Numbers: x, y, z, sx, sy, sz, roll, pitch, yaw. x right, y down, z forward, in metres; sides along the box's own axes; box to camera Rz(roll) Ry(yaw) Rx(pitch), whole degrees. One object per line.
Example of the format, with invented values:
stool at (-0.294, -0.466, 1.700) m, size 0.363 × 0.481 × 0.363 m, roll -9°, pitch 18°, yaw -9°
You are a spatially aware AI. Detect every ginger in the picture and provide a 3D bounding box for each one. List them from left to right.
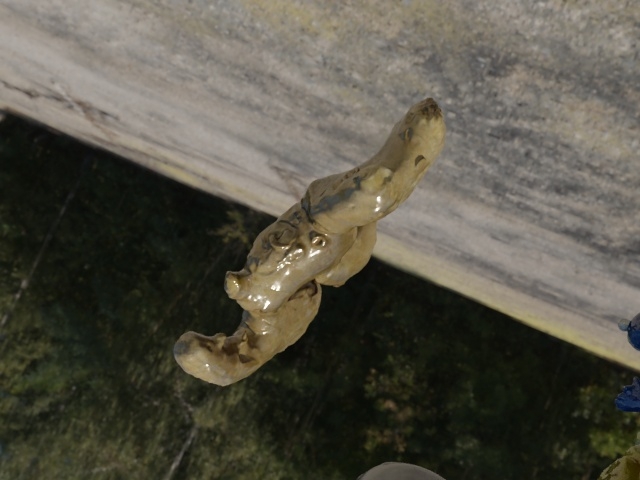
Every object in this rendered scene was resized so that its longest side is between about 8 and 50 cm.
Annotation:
ginger at (0.003, 0.002, 0.581) m, size 0.065 × 0.259 × 0.149 m, roll 43°, pitch -168°, yaw 14°

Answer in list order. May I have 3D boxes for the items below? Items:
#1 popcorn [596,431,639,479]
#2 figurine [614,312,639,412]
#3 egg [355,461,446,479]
popcorn at (0.477, 0.387, 1.069) m, size 0.223 × 0.271 × 0.258 m, roll 24°, pitch -169°, yaw -3°
figurine at (0.517, 0.169, 1.014) m, size 0.262 × 0.164 × 0.121 m, roll 20°, pitch 149°, yaw 10°
egg at (0.121, 0.384, 0.953) m, size 0.176 × 0.176 × 0.232 m, roll 28°, pitch -166°, yaw -44°
